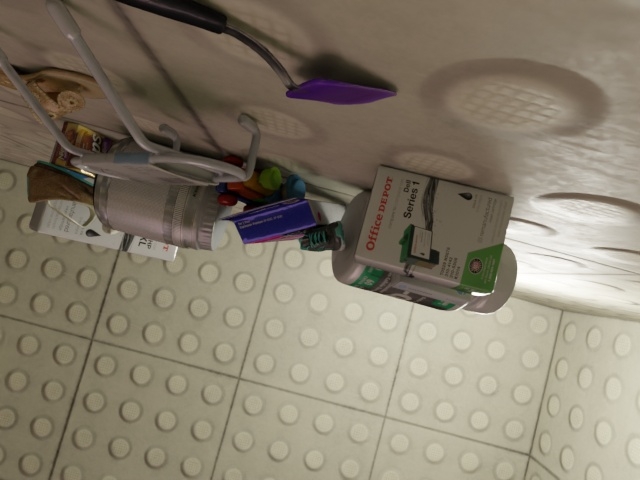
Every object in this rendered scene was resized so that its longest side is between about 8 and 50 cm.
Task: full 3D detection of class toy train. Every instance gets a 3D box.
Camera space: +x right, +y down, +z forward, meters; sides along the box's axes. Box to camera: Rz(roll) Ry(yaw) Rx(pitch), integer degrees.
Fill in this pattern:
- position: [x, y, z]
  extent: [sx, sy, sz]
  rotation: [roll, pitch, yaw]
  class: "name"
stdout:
- position: [-0.146, -0.125, 0.909]
  extent: [0.144, 0.105, 0.248]
  rotation: [1, 169, 28]
  class: "toy train"

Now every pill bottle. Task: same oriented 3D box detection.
- position: [0.224, 0.037, 0.969]
  extent: [0.362, 0.204, 0.204]
  rotation: [16, 176, -15]
  class: "pill bottle"

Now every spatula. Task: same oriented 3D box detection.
- position: [-0.067, -0.173, 0.399]
  extent: [0.297, 0.030, 0.084]
  rotation: [17, 178, -29]
  class: "spatula"

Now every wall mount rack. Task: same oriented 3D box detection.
- position: [-0.264, -0.161, 0.606]
  extent: [0.351, 0.130, 0.304]
  rotation: [6, 174, 37]
  class: "wall mount rack"

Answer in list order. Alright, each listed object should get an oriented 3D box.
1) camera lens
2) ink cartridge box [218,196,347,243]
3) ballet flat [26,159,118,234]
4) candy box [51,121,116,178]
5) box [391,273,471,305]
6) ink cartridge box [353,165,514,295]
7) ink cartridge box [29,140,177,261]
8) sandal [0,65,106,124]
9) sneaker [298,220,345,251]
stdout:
- position: [-0.354, -0.104, 1.031]
  extent: [0.275, 0.219, 0.219]
  rotation: [15, 176, -3]
  class: "camera lens"
- position: [-0.062, -0.043, 1.030]
  extent: [0.176, 0.069, 0.371]
  rotation: [-14, 175, 18]
  class: "ink cartridge box"
- position: [-0.566, -0.086, 1.136]
  extent: [0.116, 0.123, 0.343]
  rotation: [13, 174, 40]
  class: "ballet flat"
- position: [-0.575, -0.213, 1.133]
  extent: [0.053, 0.109, 0.187]
  rotation: [14, 176, 20]
  class: "candy box"
- position: [0.210, 0.014, 0.833]
  extent: [0.145, 0.186, 0.038]
  rotation: [17, 155, -13]
  class: "box"
- position: [0.177, -0.015, 0.731]
  extent: [0.220, 0.160, 0.092]
  rotation: [14, 173, 6]
  class: "ink cartridge box"
- position: [-0.625, -0.117, 1.377]
  extent: [0.395, 0.285, 0.166]
  rotation: [18, 175, -40]
  class: "ink cartridge box"
- position: [-0.442, -0.224, 0.715]
  extent: [0.240, 0.079, 0.088]
  rotation: [14, 175, 17]
  class: "sandal"
- position: [0.000, 0.000, 0.938]
  extent: [0.076, 0.064, 0.166]
  rotation: [-10, 173, -18]
  class: "sneaker"
